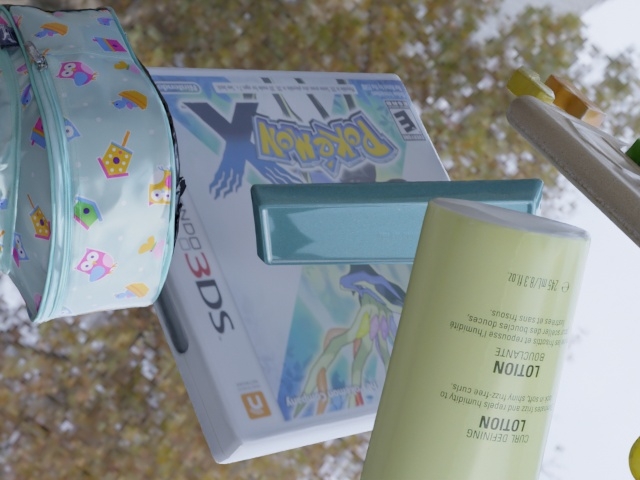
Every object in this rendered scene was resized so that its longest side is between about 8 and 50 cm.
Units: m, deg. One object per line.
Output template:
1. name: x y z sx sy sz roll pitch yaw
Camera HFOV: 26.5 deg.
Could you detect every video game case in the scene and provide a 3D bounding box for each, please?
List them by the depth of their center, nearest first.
1. video game case: 0.000 0.000 1.027 0.036 0.329 0.300 -40 -115 40

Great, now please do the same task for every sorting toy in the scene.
1. sorting toy: 0.260 -0.070 1.143 0.041 0.229 0.307 -57 -131 21

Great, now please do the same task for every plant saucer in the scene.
1. plant saucer: 0.050 -0.009 0.903 0.192 0.067 0.018 0 -139 4

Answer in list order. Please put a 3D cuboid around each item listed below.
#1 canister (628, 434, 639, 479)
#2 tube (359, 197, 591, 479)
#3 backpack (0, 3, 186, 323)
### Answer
1. canister: 0.326 0.202 1.132 0.126 0.170 0.073 42 -82 23
2. tube: 0.046 0.106 0.508 0.062 0.070 0.240 -10 114 -70
3. backpack: -0.161 -0.043 0.826 0.188 0.144 0.166 47 -46 44
